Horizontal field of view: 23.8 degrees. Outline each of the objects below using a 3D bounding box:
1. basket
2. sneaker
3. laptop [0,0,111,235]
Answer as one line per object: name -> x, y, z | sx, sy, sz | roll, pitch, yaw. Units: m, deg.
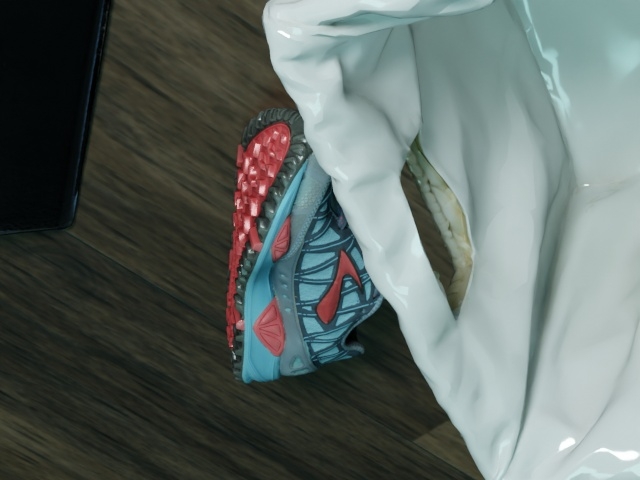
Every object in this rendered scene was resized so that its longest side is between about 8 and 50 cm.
basket -> 0.200, -0.083, 0.769 | 0.331, 0.266, 0.328 | -12, 126, 24
sneaker -> 0.000, 0.000, 1.075 | 0.125, 0.104, 0.262 | -2, 143, -10
laptop -> -0.371, -0.187, 0.996 | 0.408, 0.236, 0.382 | 37, 139, 15
